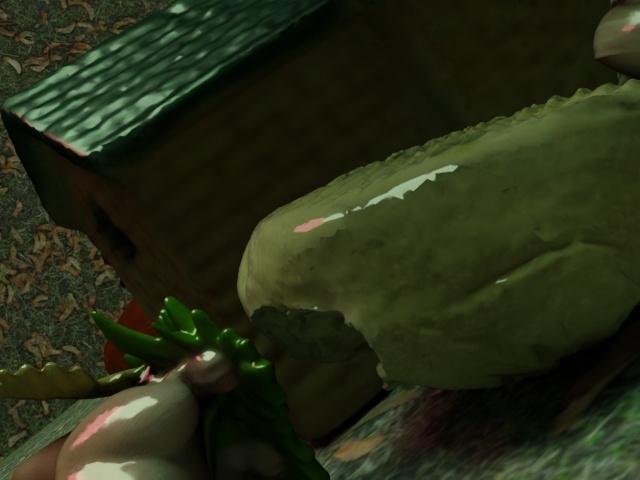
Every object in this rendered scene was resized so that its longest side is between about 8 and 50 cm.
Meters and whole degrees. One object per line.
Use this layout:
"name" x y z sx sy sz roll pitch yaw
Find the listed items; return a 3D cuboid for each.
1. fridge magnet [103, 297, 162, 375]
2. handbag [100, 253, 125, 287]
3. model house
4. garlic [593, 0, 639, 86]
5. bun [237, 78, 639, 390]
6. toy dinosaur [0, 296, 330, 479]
"fridge magnet" -0.081 0.045 1.035 0.363 0.155 0.363 -37 4 3
"handbag" -0.165 -0.035 1.119 0.216 0.074 0.203 -41 0 -25
"model house" -0.010 -0.094 0.703 0.382 0.343 0.334 -39 6 -23
"garlic" 0.235 -0.115 0.507 0.131 0.127 0.194 -34 23 -6
"bun" 0.077 0.005 0.438 0.237 0.116 0.210 -21 5 11
"toy dinosaur" -0.088 0.139 0.429 0.177 0.152 0.194 -40 46 -26
